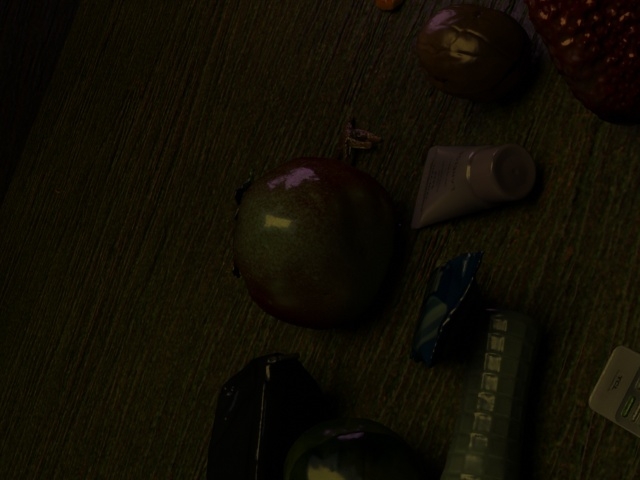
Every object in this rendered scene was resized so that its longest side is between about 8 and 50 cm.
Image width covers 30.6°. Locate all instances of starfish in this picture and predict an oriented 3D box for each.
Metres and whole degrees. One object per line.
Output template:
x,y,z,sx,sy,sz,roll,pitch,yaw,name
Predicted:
0.054,-0.196,2.223,0.133,0.041,0.130,-36,46,33,starfish

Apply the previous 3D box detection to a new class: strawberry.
0.423,-0.339,1.683,0.267,0.312,0.351,171,98,-70,strawberry

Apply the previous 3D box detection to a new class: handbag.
-0.074,0.356,1.981,0.275,0.177,0.302,-36,43,54,handbag

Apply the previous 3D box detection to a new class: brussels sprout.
0.057,0.398,1.765,0.219,0.210,0.271,-7,59,-2,brussels sprout

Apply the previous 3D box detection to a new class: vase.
0.246,0.255,1.692,0.143,0.143,0.299,-9,61,47,vase

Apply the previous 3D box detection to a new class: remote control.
0.463,0.227,1.526,0.250,0.034,0.103,32,96,52,remote control

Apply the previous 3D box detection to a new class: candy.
0.187,0.105,1.773,0.331,0.077,0.187,58,-125,-86,candy

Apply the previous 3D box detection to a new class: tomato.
0.000,0.000,2.023,0.239,0.303,0.304,9,78,35,tomato

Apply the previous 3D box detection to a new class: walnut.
0.252,-0.313,1.947,0.207,0.167,0.167,24,90,44,walnut

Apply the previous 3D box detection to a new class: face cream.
0.240,-0.100,1.929,0.274,0.096,0.154,-8,68,62,face cream

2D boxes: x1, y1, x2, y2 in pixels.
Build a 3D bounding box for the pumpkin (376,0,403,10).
0.145,-0.497,2.278,0.073,0.035,0.101,31,94,49,pumpkin
